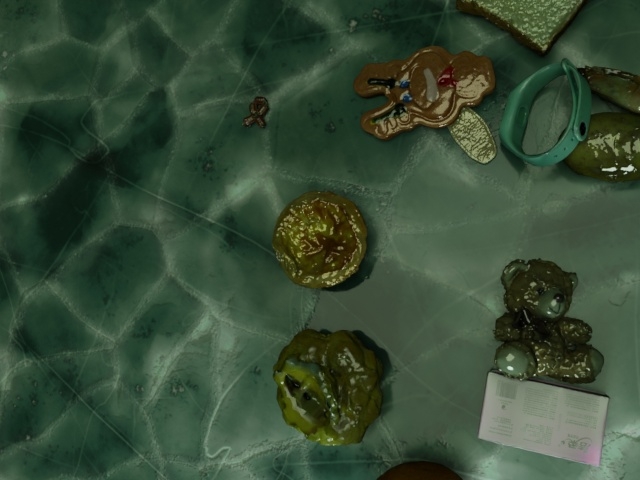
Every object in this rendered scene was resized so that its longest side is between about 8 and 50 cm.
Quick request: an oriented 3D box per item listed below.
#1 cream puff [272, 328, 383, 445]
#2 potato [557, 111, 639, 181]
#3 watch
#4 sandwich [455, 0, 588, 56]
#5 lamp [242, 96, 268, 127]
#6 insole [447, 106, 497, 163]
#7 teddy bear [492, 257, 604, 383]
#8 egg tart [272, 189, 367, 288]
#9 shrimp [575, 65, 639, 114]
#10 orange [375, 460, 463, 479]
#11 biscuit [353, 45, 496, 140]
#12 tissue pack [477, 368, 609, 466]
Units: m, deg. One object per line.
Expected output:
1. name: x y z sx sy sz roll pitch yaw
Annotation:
1. cream puff: 0.011 0.328 1.542 0.282 0.185 0.281 -3 79 14
2. potato: 0.630 -0.200 1.467 0.251 0.113 0.149 2 90 29
3. watch: 0.490 -0.279 1.492 0.195 0.068 0.237 6 74 51
4. sandwich: 0.473 -0.569 1.570 0.251 0.087 0.226 37 96 15
5. lamp: -0.163 -0.330 1.758 0.063 0.031 0.083 9 82 16
6. insole: 0.328 -0.285 1.616 0.081 0.011 0.247 -39 74 9
7. teddy bear: 0.465 0.165 1.445 0.267 0.156 0.255 10 86 -22
8. egg tart: 0.000 0.000 1.628 0.241 0.106 0.240 -3 80 14
9. shrimp: 0.657 -0.333 1.483 0.267 0.061 0.145 26 48 38
10. orange: 0.205 0.582 1.416 0.264 0.264 0.264 -2 82 16
11. biscuit: 0.242 -0.357 1.624 0.334 0.047 0.201 -10 80 18
12. tissue pack: 0.466 0.372 1.448 0.247 0.092 0.148 10 85 18
